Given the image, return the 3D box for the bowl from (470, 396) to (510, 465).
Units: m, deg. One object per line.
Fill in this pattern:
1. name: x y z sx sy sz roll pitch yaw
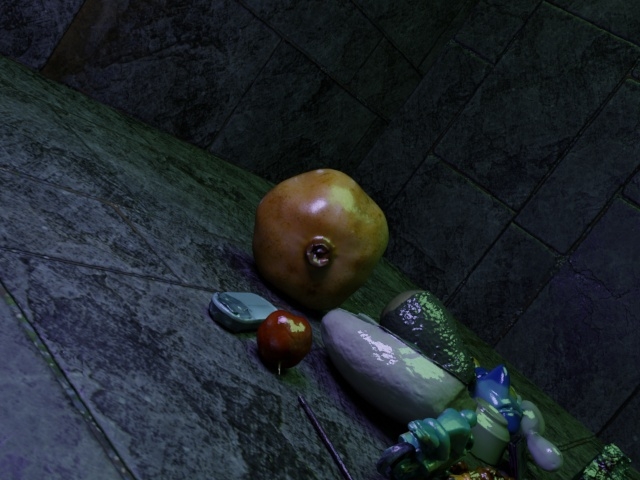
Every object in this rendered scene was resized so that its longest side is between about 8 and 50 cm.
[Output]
1. bowl: 0.446 0.515 1.928 0.211 0.112 0.211 37 9 -7

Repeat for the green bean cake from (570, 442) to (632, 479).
1. green bean cake: 0.849 0.725 2.102 0.107 0.193 0.208 47 15 26

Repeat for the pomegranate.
1. pomegranate: 0.000 0.000 2.023 0.417 0.416 0.416 35 9 -7

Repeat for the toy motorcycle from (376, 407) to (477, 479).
1. toy motorcycle: 0.228 0.414 1.375 0.297 0.198 0.109 22 22 -52

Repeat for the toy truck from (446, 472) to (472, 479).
1. toy truck: 0.303 0.550 1.245 0.135 0.114 0.270 21 15 -42

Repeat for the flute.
1. flute: 0.012 0.382 1.312 0.014 0.014 0.269 29 12 -36

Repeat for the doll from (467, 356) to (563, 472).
1. doll: 0.566 0.530 2.157 0.365 0.187 0.376 44 -14 -3

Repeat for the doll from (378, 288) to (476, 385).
1. doll: 0.336 0.323 2.148 0.349 0.247 0.247 52 15 24

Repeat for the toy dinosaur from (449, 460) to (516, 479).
1. toy dinosaur: 0.442 0.594 1.585 0.432 0.097 0.208 35 -1 -32

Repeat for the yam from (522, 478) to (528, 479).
1. yam: 0.589 0.699 1.774 0.027 0.029 0.234 64 -7 -32

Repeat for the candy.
1. candy: 0.174 0.317 1.682 0.427 0.186 0.386 37 1 20

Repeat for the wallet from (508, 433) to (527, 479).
1. wallet: 0.547 0.604 1.916 0.030 0.111 0.166 -3 -7 24

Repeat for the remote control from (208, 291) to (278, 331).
1. remote control: -0.173 0.164 1.598 0.104 0.052 0.247 38 10 22

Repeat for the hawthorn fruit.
1. hawthorn fruit: -0.085 0.219 1.491 0.125 0.140 0.125 29 -23 14
